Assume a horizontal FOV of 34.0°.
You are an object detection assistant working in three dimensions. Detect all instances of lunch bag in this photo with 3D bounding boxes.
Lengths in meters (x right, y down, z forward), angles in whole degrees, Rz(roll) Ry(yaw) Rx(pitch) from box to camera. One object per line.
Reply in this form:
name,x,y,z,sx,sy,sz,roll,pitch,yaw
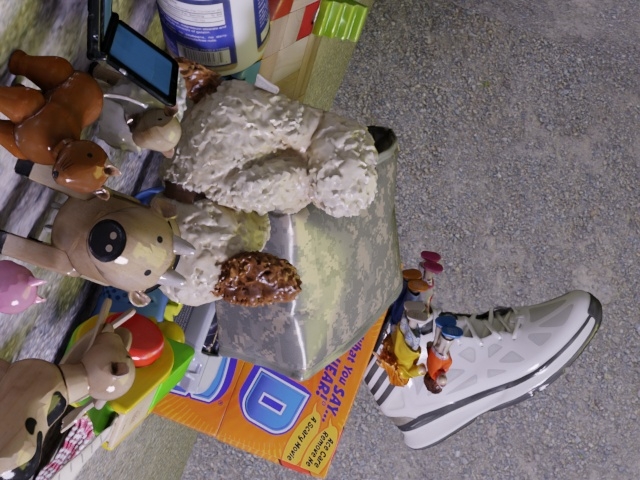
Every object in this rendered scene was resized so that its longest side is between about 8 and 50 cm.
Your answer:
lunch bag,0.000,0.000,1.324,0.287,0.169,0.235,-30,123,-45

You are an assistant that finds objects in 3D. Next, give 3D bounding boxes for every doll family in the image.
doll family,0.142,0.142,1.712,0.263,0.118,0.163,-96,-167,-53

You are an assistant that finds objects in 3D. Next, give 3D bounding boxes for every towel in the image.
towel,-0.299,0.226,1.317,0.197,0.029,0.144,-48,-170,39

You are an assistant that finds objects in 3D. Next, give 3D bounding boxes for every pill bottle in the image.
pill bottle,-0.107,-0.256,1.009,0.187,0.112,0.112,90,19,-61

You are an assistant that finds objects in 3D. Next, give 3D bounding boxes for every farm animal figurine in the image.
farm animal figurine,-0.190,0.022,0.859,0.327,0.172,0.330,-59,169,-76

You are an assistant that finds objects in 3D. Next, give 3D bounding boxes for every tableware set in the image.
tableware set,-0.259,0.138,0.977,0.194,0.039,0.128,-36,-155,12

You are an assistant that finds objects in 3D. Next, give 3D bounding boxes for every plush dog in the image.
plush dog,-0.102,-0.043,1.053,0.210,0.262,0.225,22,84,-44

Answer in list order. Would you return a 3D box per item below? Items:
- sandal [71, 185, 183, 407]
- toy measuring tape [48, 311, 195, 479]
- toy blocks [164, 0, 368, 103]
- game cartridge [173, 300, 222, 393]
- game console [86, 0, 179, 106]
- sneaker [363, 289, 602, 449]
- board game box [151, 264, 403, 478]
sandal,-0.224,0.055,1.255,0.317,0.126,0.138,-63,143,-32
toy measuring tape,-0.241,0.156,1.061,0.330,0.121,0.121,-44,156,-58
toy blocks,-0.086,-0.249,1.255,0.261,0.190,0.381,-43,155,-57
game cartridge,-0.171,0.041,1.444,0.060,0.196,0.294,18,94,-43
game console,-0.147,-0.178,0.842,0.122,0.071,0.107,-104,-161,-63
sneaker,0.261,0.171,1.867,0.447,0.257,0.169,-36,-167,18
board game box,-0.099,0.168,1.770,0.356,0.356,0.356,97,14,-79
